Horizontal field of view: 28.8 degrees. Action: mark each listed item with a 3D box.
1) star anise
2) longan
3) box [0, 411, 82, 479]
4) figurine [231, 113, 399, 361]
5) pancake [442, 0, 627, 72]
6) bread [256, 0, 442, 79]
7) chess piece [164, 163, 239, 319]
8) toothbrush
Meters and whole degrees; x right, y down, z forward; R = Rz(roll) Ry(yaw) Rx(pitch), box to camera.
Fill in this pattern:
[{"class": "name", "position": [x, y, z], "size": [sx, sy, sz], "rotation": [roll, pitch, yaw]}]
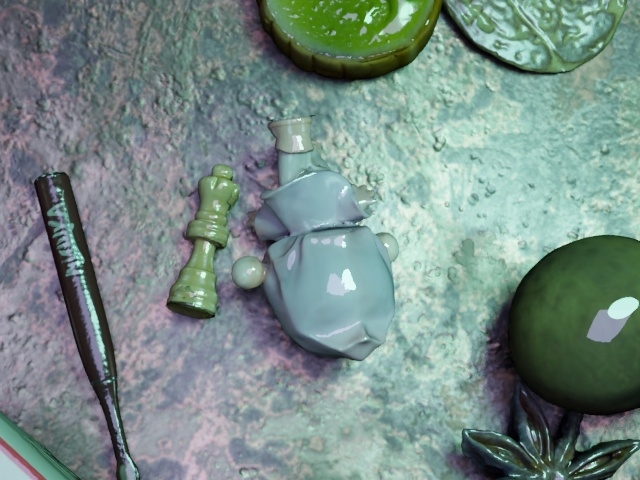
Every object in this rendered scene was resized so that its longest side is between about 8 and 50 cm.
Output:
[{"class": "star anise", "position": [0.230, 0.269, 1.346], "size": [0.262, 0.081, 0.230], "rotation": [-13, 81, -19]}, {"class": "longan", "position": [0.307, 0.090, 1.335], "size": [0.220, 0.196, 0.197], "rotation": [-13, 80, -2]}, {"class": "box", "position": [-0.325, 0.355, 1.169], "size": [0.314, 0.300, 0.312], "rotation": [42, 78, 3]}, {"class": "figurine", "position": [0.000, 0.001, 1.352], "size": [0.200, 0.133, 0.276], "rotation": [-10, 81, -24]}, {"class": "pancake", "position": [0.255, -0.322, 1.489], "size": [0.250, 0.031, 0.250], "rotation": [1, 79, -4]}, {"class": "bread", "position": [0.032, -0.301, 1.437], "size": [0.236, 0.070, 0.236], "rotation": [0, 80, 2]}, {"class": "chess piece", "position": [-0.125, -0.002, 1.381], "size": [0.060, 0.060, 0.172], "rotation": [13, 75, -2]}, {"class": "toothbrush", "position": [-0.250, 0.097, 1.360], "size": [0.040, 0.041, 0.364], "rotation": [-16, 81, -8]}]
